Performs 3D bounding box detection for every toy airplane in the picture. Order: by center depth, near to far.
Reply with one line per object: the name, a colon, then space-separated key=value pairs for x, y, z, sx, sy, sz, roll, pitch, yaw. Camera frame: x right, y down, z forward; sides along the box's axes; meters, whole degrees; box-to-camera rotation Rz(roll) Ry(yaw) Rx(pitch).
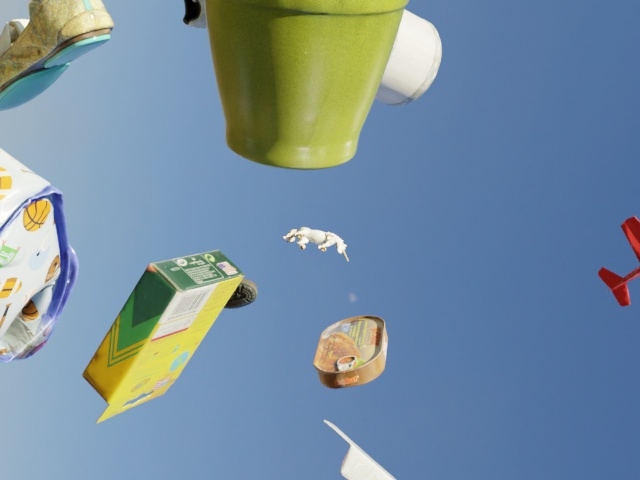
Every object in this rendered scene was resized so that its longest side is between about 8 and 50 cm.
toy airplane: x=0.482 y=0.042 z=1.348 sx=0.151 sy=0.028 sz=0.151 roll=14 pitch=-67 yaw=36

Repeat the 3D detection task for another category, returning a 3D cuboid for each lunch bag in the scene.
lunch bag: x=-0.550 y=-0.011 z=1.353 sx=0.239 sy=0.328 sz=0.385 roll=-45 pitch=164 yaw=-31

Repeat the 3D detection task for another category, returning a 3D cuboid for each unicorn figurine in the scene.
unicorn figurine: x=0.000 y=0.000 z=2.111 sx=0.111 sy=0.162 sz=0.060 roll=-55 pitch=171 yaw=-77

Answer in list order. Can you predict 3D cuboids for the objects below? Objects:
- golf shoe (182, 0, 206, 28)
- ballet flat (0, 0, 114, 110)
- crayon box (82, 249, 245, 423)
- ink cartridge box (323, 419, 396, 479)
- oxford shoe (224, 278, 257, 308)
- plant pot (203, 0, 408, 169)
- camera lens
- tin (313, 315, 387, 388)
golf shoe: x=-0.222 y=-0.484 z=1.687 sx=0.069 sy=0.086 sz=0.176 roll=19 pitch=-62 yaw=27
ballet flat: x=-0.434 y=-0.305 z=1.383 sx=0.348 sy=0.123 sz=0.123 roll=-17 pitch=-117 yaw=48
crayon box: x=-0.290 y=0.168 z=1.600 sx=0.081 sy=0.202 sz=0.318 roll=41 pitch=-68 yaw=17
ink cartridge box: x=0.125 y=0.512 z=1.867 sx=0.071 sy=0.330 sz=0.324 roll=-50 pitch=166 yaw=-8
oxford shoe: x=-0.224 y=0.092 z=1.960 sx=0.227 sy=0.083 sz=0.096 roll=3 pitch=-144 yaw=32
plant pot: x=-0.035 y=-0.320 z=1.527 sx=0.366 sy=0.366 sz=0.353 roll=-129 pitch=-141 yaw=-56
camera lens: x=0.130 y=-0.452 z=2.107 sx=0.219 sy=0.274 sz=0.219 roll=-21 pitch=-118 yaw=46
tin: x=0.050 y=0.169 z=1.371 sx=0.190 sy=0.106 sz=0.040 roll=-68 pitch=141 yaw=-69
